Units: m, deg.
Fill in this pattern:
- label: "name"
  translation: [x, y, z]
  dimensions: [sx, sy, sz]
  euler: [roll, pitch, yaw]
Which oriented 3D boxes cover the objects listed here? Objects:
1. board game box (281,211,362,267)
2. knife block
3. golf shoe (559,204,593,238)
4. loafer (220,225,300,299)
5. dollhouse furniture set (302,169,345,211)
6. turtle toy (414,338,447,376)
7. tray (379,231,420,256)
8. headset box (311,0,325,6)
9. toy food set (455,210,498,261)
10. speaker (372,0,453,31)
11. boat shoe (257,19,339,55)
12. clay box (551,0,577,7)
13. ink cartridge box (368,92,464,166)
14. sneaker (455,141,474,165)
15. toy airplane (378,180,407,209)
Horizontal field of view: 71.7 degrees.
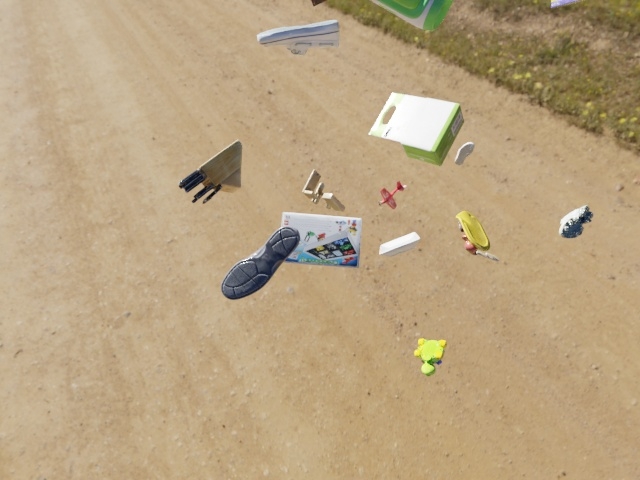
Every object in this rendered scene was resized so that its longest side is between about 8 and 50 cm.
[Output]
- label: "board game box"
  translation: [0.000, 0.000, 1.695]
  dimensions: [0.305, 0.053, 0.193]
  euler: [5, 85, -3]
- label: "knife block"
  translation: [-0.436, -0.277, 1.739]
  dimensions: [0.242, 0.088, 0.275]
  euler: [8, 76, -33]
- label: "golf shoe"
  translation: [0.867, -0.054, 1.537]
  dimensions: [0.176, 0.086, 0.069]
  euler: [-31, 93, -26]
- label: "loafer"
  translation: [-0.176, 0.072, 1.375]
  dimensions: [0.302, 0.095, 0.109]
  euler: [-42, 87, 6]
- label: "dollhouse furniture set"
  translation: [0.036, -0.226, 2.006]
  dimensions: [0.151, 0.144, 0.123]
  euler: [12, 71, 41]
- label: "turtle toy"
  translation: [0.359, 0.377, 1.437]
  dimensions: [0.095, 0.066, 0.130]
  euler: [-3, 35, 33]
- label: "tray"
  translation: [0.285, 0.018, 1.590]
  dimensions: [0.145, 0.030, 0.270]
  euler: [-21, 2, 10]
- label: "headset box"
  translation: [0.010, -0.571, 0.982]
  dimensions: [0.083, 0.062, 0.032]
  euler: [-17, 46, 13]
- label: "toy food set"
  translation: [0.566, -0.005, 1.667]
  dimensions: [0.128, 0.071, 0.218]
  euler: [10, 51, -33]
- label: "speaker"
  translation: [0.186, -0.651, 1.114]
  dimensions: [0.296, 0.131, 0.131]
  euler: [34, 56, 9]
- label: "boat shoe"
  translation: [-0.055, -0.539, 1.201]
  dimensions: [0.226, 0.076, 0.083]
  euler: [-10, 32, -3]
- label: "clay box"
  translation: [0.574, -0.653, 0.986]
  dimensions: [0.053, 0.222, 0.127]
  euler: [-12, 20, -3]
- label: "ink cartridge box"
  translation: [0.325, -0.384, 1.505]
  dimensions: [0.255, 0.097, 0.189]
  euler: [24, 81, 33]
- label: "sneaker"
  translation: [0.623, -0.389, 1.905]
  dimensions: [0.051, 0.134, 0.070]
  euler: [25, 59, 4]
- label: "toy airplane"
  translation: [0.314, -0.203, 1.941]
  dimensions: [0.151, 0.151, 0.028]
  euler: [-19, 45, -12]
